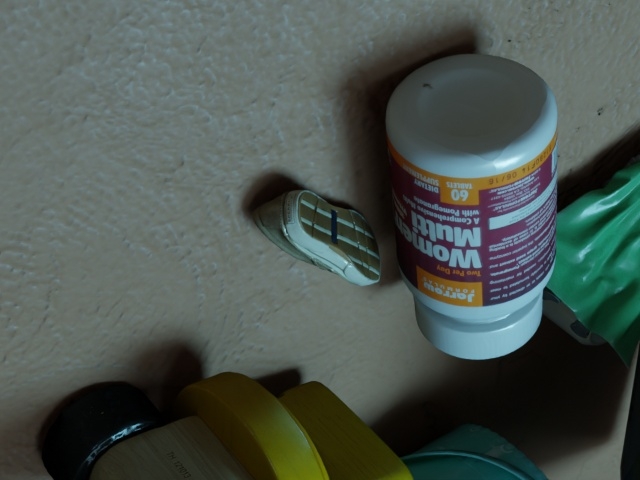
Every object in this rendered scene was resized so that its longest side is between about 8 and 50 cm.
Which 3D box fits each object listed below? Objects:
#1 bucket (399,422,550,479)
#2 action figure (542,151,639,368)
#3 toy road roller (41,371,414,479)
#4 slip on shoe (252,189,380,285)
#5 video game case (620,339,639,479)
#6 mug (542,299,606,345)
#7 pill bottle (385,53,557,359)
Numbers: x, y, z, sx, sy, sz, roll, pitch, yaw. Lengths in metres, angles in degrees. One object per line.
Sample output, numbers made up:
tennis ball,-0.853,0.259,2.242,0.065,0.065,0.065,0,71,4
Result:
bucket,0.121,0.306,1.367,0.183,0.281,0.281,-33,140,-18
action figure,0.274,-0.025,1.310,0.137,0.063,0.232,45,78,-11
toy road roller,-0.065,0.251,1.225,0.241,0.202,0.329,-18,134,-32
slip on shoe,0.000,0.000,1.166,0.041,0.051,0.135,-10,160,28
video game case,0.293,0.195,1.355,0.036,0.329,0.300,4,124,5
mug,0.228,0.053,1.365,0.062,0.064,0.078,-25,138,-15
pill bottle,0.114,-0.019,1.169,0.121,0.121,0.221,-25,138,-16
